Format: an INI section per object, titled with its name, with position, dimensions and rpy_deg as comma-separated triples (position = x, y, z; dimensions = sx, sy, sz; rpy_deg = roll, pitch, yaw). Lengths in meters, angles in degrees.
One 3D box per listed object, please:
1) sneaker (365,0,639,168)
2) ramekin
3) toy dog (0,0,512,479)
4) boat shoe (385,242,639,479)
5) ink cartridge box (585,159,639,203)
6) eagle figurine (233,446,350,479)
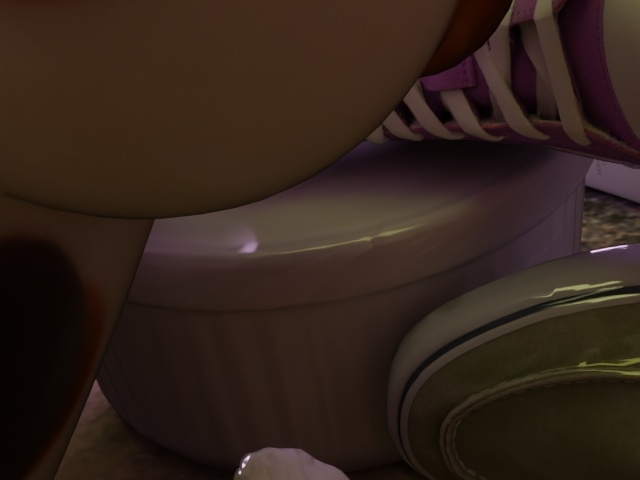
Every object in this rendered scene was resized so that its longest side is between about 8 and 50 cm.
[sneaker]
position = 0.046, -0.062, 0.602
dimensions = 0.161, 0.102, 0.282
rpy_deg = -22, 17, -17
[ramekin]
position = 0.000, 0.000, 0.737
dimensions = 0.272, 0.127, 0.273
rpy_deg = -8, 26, 4
[toy dog]
position = -0.141, -0.043, 0.489
dimensions = 0.284, 0.408, 0.395
rpy_deg = 18, 40, -47
[boat shoe]
position = 0.173, 0.065, 0.571
dimensions = 0.302, 0.109, 0.094
rpy_deg = -3, 28, 7
[ink cartridge box]
position = 0.176, -0.107, 0.940
dimensions = 0.158, 0.092, 0.218
rpy_deg = -24, 28, -31
[eagle figurine]
position = 0.036, 0.175, 0.305
dimensions = 0.298, 0.225, 0.226
rpy_deg = -1, 10, 41
